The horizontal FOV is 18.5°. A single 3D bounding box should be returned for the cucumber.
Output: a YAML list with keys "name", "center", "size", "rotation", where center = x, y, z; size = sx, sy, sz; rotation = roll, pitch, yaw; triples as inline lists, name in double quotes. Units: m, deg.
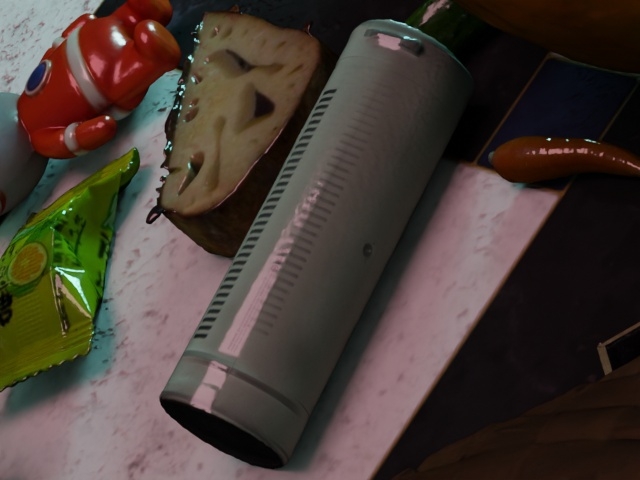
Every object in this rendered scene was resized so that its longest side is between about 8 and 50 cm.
- name: "cucumber"
  center: [0.133, -0.202, 1.561]
  size: [0.250, 0.056, 0.056]
  rotation: [-42, 36, 10]

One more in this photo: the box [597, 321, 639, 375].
- name: "box"
  center: [0.221, 0.082, 1.219]
  size: [0.083, 0.035, 0.079]
  rotation: [-33, 38, 22]

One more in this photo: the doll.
- name: "doll"
  center: [-0.277, -0.117, 1.870]
  size: [0.336, 0.105, 0.200]
  rotation: [-35, 38, 17]

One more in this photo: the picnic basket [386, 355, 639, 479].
- name: "picnic basket"
  center: [0.179, 0.249, 0.862]
  size: [0.293, 0.337, 0.337]
  rotation: [-25, 30, -20]

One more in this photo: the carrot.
- name: "carrot"
  center: [0.175, -0.058, 1.402]
  size: [0.142, 0.035, 0.035]
  rotation: [2, 59, 42]

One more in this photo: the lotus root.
- name: "lotus root"
  center: [-0.055, -0.106, 1.654]
  size: [0.170, 0.074, 0.261]
  rotation: [-17, 45, 36]

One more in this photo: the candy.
- name: "candy"
  center: [-0.236, 0.026, 1.727]
  size: [0.149, 0.069, 0.246]
  rotation: [-27, 40, 32]

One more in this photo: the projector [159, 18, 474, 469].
- name: "projector"
  center: [0.000, 0.000, 1.467]
  size: [0.108, 0.108, 0.337]
  rotation: [5, 61, 49]

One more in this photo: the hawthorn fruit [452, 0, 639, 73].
- name: "hawthorn fruit"
  center: [0.219, -0.333, 1.306]
  size: [0.472, 0.472, 0.472]
  rotation: [-28, 40, 27]
